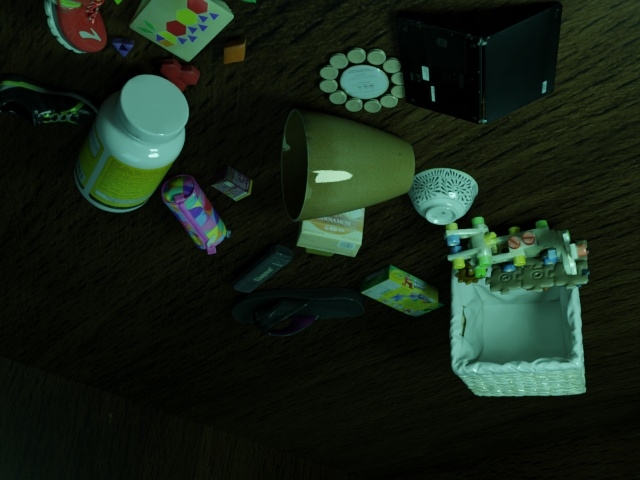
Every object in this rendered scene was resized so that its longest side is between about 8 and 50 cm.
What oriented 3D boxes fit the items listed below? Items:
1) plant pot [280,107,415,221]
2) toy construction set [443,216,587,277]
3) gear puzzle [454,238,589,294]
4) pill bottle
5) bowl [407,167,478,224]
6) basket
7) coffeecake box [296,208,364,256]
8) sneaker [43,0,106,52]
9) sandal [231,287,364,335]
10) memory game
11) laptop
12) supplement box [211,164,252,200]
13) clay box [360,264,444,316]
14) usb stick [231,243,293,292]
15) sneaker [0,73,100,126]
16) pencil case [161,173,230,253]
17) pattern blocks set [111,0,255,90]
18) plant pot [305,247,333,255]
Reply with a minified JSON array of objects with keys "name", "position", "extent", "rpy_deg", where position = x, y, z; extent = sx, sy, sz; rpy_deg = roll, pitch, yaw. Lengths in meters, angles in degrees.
[{"name":"plant pot","position":[0.063,-0.157,1.691],"extent":[0.254,0.237,0.237],"rpy_deg":[0,151,-16]},{"name":"toy construction set","position":[0.477,0.012,1.907],"extent":[0.328,0.151,0.215],"rpy_deg":[2,164,25]},{"name":"gear puzzle","position":[0.510,0.083,2.016],"extent":[0.339,0.175,0.044],"rpy_deg":[-7,129,22]},{"name":"pill bottle","position":[-0.403,-0.207,1.698],"extent":[0.188,0.188,0.334],"rpy_deg":[20,149,-21]},{"name":"bowl","position":[0.286,-0.090,1.866],"extent":[0.170,0.080,0.170],"rpy_deg":[5,148,3]},{"name":"basket","position":[0.532,0.238,2.122],"extent":[0.331,0.328,0.266],"rpy_deg":[-6,149,19]},{"name":"coffeecake box","position":[0.028,-0.068,1.851],"extent":[0.142,0.185,0.068],"rpy_deg":[11,149,-7]},{"name":"sneaker","position":[-0.424,-0.434,1.399],"extent":[0.118,0.107,0.279],"rpy_deg":[14,151,12]},{"name":"sandal","position":[-0.085,0.225,2.432],"extent":[0.446,0.107,0.167],"rpy_deg":[-8,146,23]},{"name":"memory game","position":[0.088,-0.321,1.591],"extent":[0.186,0.012,0.186],"rpy_deg":[5,149,3]},{"name":"laptop","position":[0.298,-0.347,1.494],"extent":[0.264,0.136,0.234],"rpy_deg":[21,154,23]},{"name":"supplement box","position":[-0.215,-0.139,1.921],"extent":[0.055,0.043,0.083],"rpy_deg":[-21,140,38]},{"name":"clay box","position":[0.242,0.151,2.297],"extent":[0.222,0.053,0.127],"rpy_deg":[25,144,-30]},{"name":"usb stick","position":[-0.170,0.084,2.277],"extent":[0.077,0.045,0.278],"rpy_deg":[23,145,-23]},{"name":"sneaker","position":[-0.595,-0.278,1.716],"extent":[0.235,0.097,0.084],"rpy_deg":[15,148,-12]},{"name":"pencil case","position":[-0.317,-0.067,2.008],"extent":[0.104,0.104,0.236],"rpy_deg":[-4,146,17]},{"name":"pattern blocks set","position":[-0.267,-0.418,1.488],"extent":[0.325,0.026,0.285],"rpy_deg":[-21,139,38]},{"name":"plant pot","position":[0.000,0.000,2.078],"extent":[0.081,0.081,0.083],"rpy_deg":[10,161,-6]}]
